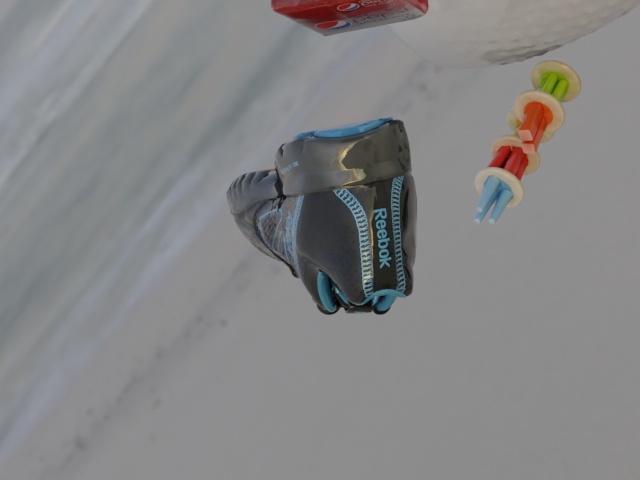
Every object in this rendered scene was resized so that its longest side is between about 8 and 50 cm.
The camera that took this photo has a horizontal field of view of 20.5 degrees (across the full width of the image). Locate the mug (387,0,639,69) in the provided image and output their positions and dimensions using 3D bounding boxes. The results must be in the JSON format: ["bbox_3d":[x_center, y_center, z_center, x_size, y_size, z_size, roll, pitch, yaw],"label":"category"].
[{"bbox_3d":[0.167,-0.323,1.586,0.328,0.374,0.276,-36,60,31],"label":"mug"}]

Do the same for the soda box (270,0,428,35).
[{"bbox_3d":[0.010,-0.276,1.173,0.083,0.263,0.092,-8,-7,21],"label":"soda box"}]

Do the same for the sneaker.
[{"bbox_3d":[0.000,0.000,1.437,0.125,0.140,0.341,-10,-5,-8],"label":"sneaker"}]

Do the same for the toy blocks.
[{"bbox_3d":[0.197,-0.092,1.742,0.148,0.054,0.123,-60,-3,-38],"label":"toy blocks"}]
